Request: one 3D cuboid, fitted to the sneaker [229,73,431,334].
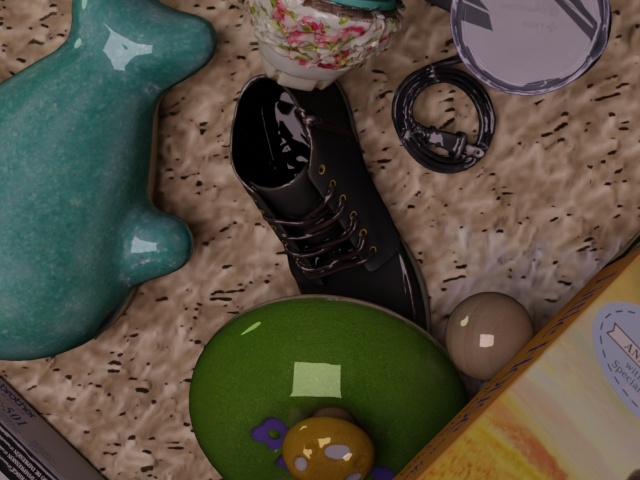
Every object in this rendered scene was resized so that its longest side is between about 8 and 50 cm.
[{"bbox_3d":[0.000,0.000,0.764,0.083,0.118,0.222,-21,93,16],"label":"sneaker"}]

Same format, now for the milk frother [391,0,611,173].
[{"bbox_3d":[0.101,-0.101,0.716,0.129,0.135,0.143,9,101,13],"label":"milk frother"}]

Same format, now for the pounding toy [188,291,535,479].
[{"bbox_3d":[0.025,0.133,0.748,0.236,0.110,0.183,-10,123,16],"label":"pounding toy"}]

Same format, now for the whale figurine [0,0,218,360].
[{"bbox_3d":[-0.179,-0.046,0.789,0.216,0.141,0.272,36,104,6],"label":"whale figurine"}]

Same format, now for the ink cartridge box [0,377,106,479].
[{"bbox_3d":[-0.195,0.206,0.881,0.207,0.046,0.097,43,107,4],"label":"ink cartridge box"}]

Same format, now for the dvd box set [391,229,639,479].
[{"bbox_3d":[0.187,0.195,0.642,0.420,0.062,0.308,-39,88,-26],"label":"dvd box set"}]

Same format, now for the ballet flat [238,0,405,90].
[{"bbox_3d":[-0.006,-0.129,0.697,0.091,0.241,0.077,12,112,-11],"label":"ballet flat"}]
